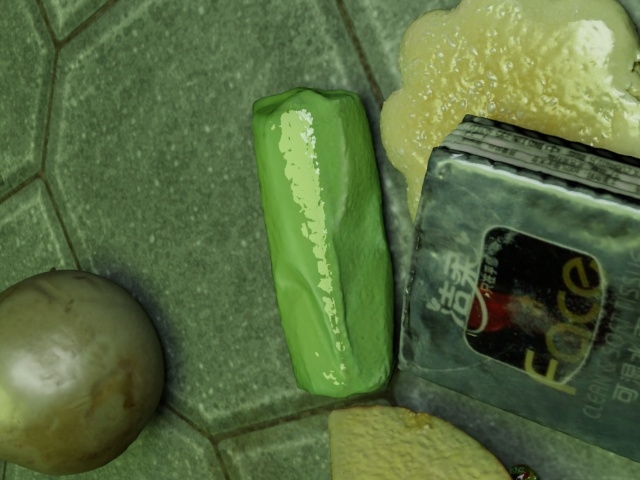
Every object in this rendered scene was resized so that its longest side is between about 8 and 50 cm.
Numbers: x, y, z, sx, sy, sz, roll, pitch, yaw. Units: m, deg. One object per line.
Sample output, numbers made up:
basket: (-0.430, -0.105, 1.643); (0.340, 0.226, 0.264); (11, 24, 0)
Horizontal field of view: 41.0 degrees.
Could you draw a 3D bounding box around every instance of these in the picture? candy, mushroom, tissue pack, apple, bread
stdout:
candy: (0.234, 0.300, 0.933); (0.123, 0.035, 0.035); (67, 160, -8)
candy: (0.000, 0.000, 0.961); (0.142, 0.132, 0.343); (-6, 99, 21)
mushroom: (-0.377, 0.196, 1.247); (0.292, 0.292, 0.290); (66, 160, 4)
tissue pack: (0.257, 0.057, 0.754); (0.361, 0.122, 0.259); (20, 123, 20)
apple: (0.095, 0.365, 0.918); (0.314, 0.252, 0.309); (25, 137, 36)
bread: (0.187, -0.111, 0.844); (0.316, 0.054, 0.316); (12, 111, 34)
